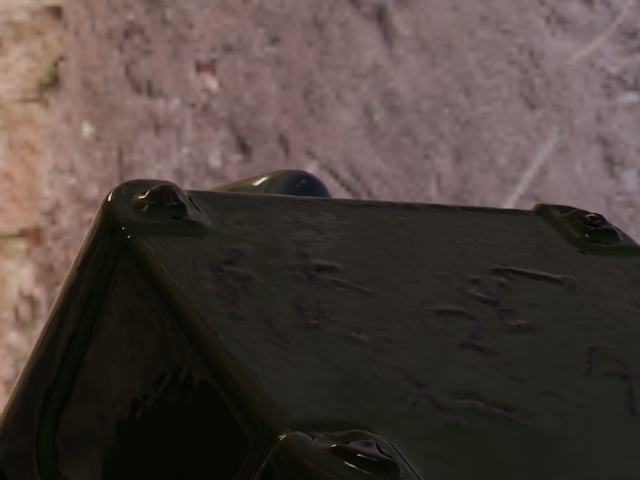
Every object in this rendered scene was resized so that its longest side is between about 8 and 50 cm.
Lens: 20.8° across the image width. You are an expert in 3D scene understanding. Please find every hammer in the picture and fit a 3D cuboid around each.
[{"bbox_3d":[0.000,0.000,1.123,0.116,0.194,0.069,-15,76,42],"label":"hammer"}]

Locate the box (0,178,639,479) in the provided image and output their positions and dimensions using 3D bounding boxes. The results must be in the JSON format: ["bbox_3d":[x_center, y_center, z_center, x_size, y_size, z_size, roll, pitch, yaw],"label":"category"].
[{"bbox_3d":[0.042,0.098,0.704,0.253,0.329,0.177,50,128,42],"label":"box"}]
